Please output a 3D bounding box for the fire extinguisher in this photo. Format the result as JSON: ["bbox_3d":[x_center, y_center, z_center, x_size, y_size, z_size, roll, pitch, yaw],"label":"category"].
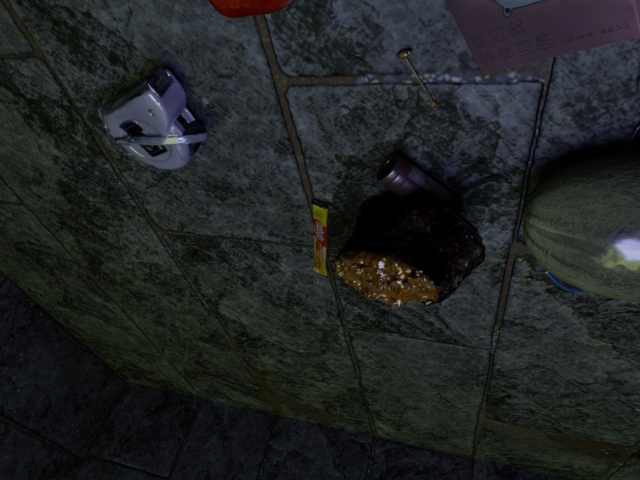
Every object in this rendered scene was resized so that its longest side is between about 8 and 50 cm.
[{"bbox_3d":[0.225,-0.085,0.958,0.231,0.099,0.071,33,103,-16],"label":"fire extinguisher"}]

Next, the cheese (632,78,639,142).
[{"bbox_3d":[0.521,-0.214,0.712,0.086,0.036,0.162,5,141,14],"label":"cheese"}]

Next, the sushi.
[{"bbox_3d":[0.183,0.043,0.975,0.234,0.207,0.348,39,168,-15],"label":"sushi"}]

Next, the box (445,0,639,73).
[{"bbox_3d":[0.266,-0.333,0.578,0.215,0.086,0.215,7,147,53],"label":"box"}]

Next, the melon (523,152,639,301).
[{"bbox_3d":[0.517,-0.022,0.784,0.330,0.248,0.248,7,142,21],"label":"melon"}]

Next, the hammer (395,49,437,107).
[{"bbox_3d":[0.170,-0.277,0.808,0.029,0.014,0.123,-7,139,43],"label":"hammer"}]

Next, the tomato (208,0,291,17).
[{"bbox_3d":[-0.125,-0.415,0.705,0.167,0.082,0.174,4,143,20],"label":"tomato"}]

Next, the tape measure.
[{"bbox_3d":[-0.351,-0.241,0.998,0.236,0.120,0.197,-8,138,37],"label":"tape measure"}]

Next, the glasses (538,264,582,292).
[{"bbox_3d":[0.589,0.045,1.011,0.190,0.088,0.221,-16,151,36],"label":"glasses"}]

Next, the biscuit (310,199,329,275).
[{"bbox_3d":[0.000,0.000,1.223,0.048,0.026,0.291,28,147,21],"label":"biscuit"}]
